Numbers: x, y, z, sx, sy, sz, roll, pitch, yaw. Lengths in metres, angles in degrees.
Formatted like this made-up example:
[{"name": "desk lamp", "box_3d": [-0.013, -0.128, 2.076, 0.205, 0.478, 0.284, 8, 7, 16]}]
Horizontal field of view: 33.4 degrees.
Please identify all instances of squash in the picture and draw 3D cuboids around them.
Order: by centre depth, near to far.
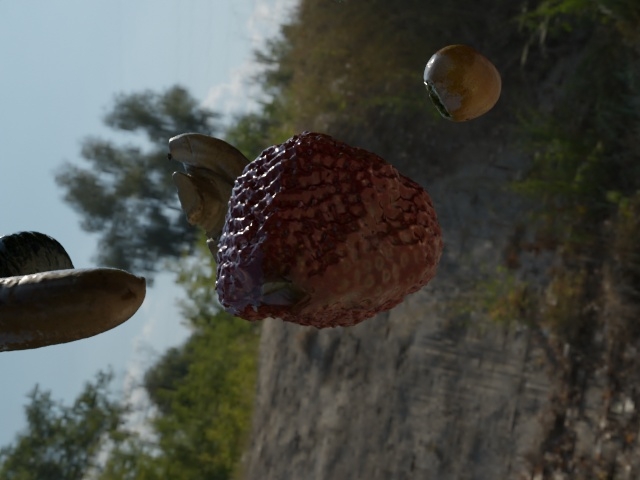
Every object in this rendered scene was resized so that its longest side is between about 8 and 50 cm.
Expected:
[{"name": "squash", "box_3d": [-0.591, 0.080, 2.127, 0.218, 0.172, 0.218, -41, -36, -38]}]

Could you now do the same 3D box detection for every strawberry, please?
[{"name": "strawberry", "box_3d": [0.000, 0.000, 1.405, 0.351, 0.312, 0.267, -44, -49, -67]}]

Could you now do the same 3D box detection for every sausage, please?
[{"name": "sausage", "box_3d": [-0.520, 0.119, 1.734, 0.136, 0.501, 0.123, -72, -28, -51]}]

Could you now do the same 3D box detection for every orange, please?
[{"name": "orange", "box_3d": [0.268, -0.297, 2.029, 0.134, 0.154, 0.155, -58, -3, -3]}]

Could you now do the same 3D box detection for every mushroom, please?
[{"name": "mushroom", "box_3d": [-0.190, -0.104, 2.090, 0.156, 0.151, 0.286, 16, -131, -65]}]

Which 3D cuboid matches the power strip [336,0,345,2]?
[{"name": "power strip", "box_3d": [0.007, -0.388, 1.614, 0.017, 0.083, 0.027, -59, 22, -4]}]
